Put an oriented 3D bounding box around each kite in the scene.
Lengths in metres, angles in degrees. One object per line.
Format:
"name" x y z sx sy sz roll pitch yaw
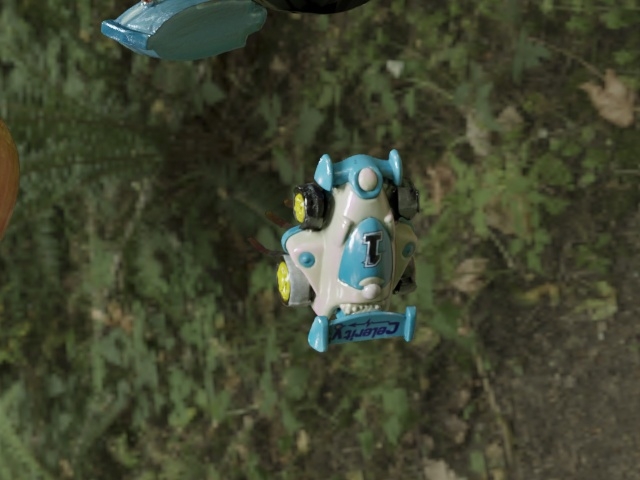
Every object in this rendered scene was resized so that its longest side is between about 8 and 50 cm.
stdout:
"kite" 0.002 0.002 1.345 0.127 0.229 0.016 -51 60 16

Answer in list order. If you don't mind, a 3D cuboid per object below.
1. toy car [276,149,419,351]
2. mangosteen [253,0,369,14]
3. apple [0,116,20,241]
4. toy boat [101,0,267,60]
"toy car" 0.038 0.011 1.083 0.098 0.126 0.161 -116 29 -46
"mangosteen" -0.026 -0.356 1.338 0.287 0.288 0.233 -52 42 47
"apple" -0.425 -0.074 1.193 0.233 0.286 0.286 -46 36 -8
"toy boat" -0.174 -0.278 1.554 0.102 0.215 0.088 40 134 32
